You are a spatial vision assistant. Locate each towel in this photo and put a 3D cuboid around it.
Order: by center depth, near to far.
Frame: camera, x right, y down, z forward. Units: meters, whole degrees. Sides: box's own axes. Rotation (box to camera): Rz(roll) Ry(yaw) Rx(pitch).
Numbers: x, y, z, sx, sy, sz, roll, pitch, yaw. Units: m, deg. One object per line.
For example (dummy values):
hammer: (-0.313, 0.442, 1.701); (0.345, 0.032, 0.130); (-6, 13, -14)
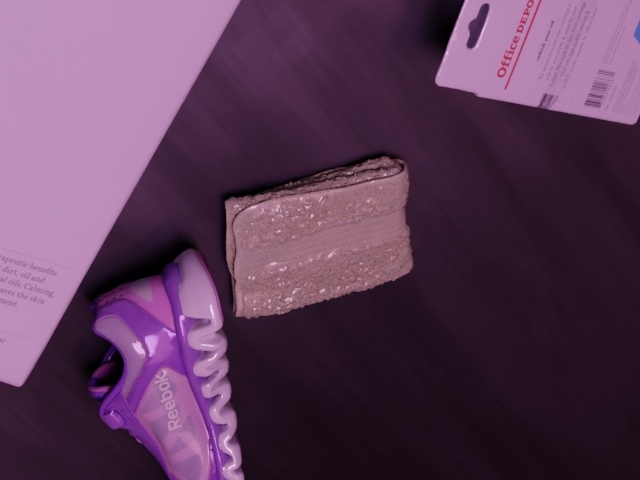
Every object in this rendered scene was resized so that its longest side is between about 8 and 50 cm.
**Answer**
towel: (0.000, 0.000, 1.433); (0.148, 0.027, 0.110); (-15, 124, -16)

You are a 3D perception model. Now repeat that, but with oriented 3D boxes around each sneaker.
sneaker: (-0.117, 0.121, 1.418); (0.104, 0.095, 0.236); (-12, 117, -9)

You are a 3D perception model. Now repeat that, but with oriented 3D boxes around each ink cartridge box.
ink cartridge box: (0.163, -0.154, 1.396); (0.180, 0.060, 0.104); (9, 115, -28)

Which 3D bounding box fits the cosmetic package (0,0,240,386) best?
cosmetic package: (-0.201, -0.113, 1.202); (0.197, 0.155, 0.365); (23, 106, -33)
